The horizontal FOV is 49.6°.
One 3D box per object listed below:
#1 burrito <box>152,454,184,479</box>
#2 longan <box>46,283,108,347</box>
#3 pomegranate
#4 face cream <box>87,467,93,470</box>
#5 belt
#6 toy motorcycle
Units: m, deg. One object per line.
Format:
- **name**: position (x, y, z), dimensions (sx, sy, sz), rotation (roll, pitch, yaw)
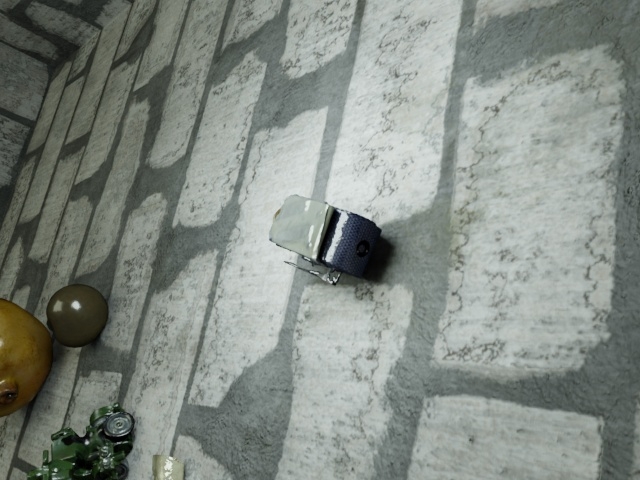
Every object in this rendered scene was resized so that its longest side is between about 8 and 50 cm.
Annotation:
- **burrito**: position (-0.310, 0.532, 1.402), dimensions (0.087, 0.060, 0.226), rotation (-39, 42, 34)
- **longan**: position (-0.705, 0.217, 2.007), dimensions (0.189, 0.189, 0.189), rotation (-29, 49, 41)
- **pomegranate**: position (-1.057, 0.385, 2.179), dimensions (0.417, 0.417, 0.416), rotation (-29, 49, 41)
- **face cream**: position (-0.540, 0.640, 1.626), dimensions (0.143, 0.089, 0.314), rotation (-52, 43, 9)
- **belt**: position (0.000, 0.000, 1.234), dimensions (0.230, 0.140, 0.126), rotation (21, 87, 53)
- **toy motorcycle**: position (-0.565, 0.500, 1.630), dimensions (0.205, 0.275, 0.127), rotation (-116, 15, -46)
